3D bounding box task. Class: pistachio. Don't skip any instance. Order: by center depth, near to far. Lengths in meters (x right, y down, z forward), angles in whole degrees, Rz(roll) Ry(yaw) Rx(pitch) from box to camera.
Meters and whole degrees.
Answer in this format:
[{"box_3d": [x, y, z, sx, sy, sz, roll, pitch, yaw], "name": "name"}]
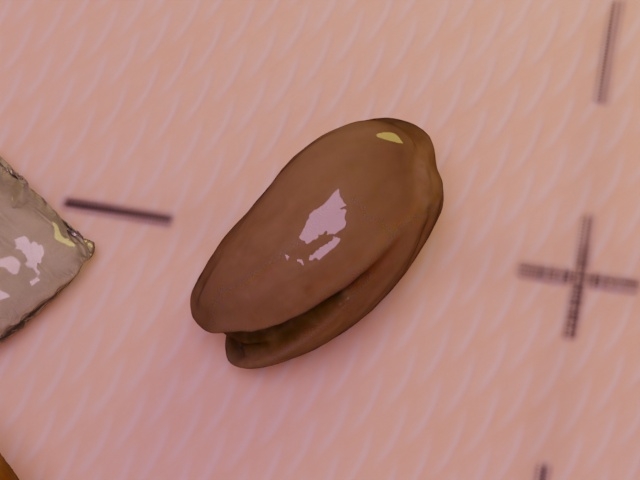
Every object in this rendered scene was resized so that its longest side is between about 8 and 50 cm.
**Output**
[{"box_3d": [0.000, 0.000, 1.416, 0.226, 0.136, 0.136, -44, 75, 1], "name": "pistachio"}]

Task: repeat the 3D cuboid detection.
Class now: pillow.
[{"box_3d": [-0.295, -0.022, 1.484, 0.229, 0.051, 0.128, 42, 75, 14], "name": "pillow"}]

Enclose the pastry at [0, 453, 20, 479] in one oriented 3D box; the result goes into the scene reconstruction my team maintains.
[{"box_3d": [-0.365, 0.257, 1.355, 0.356, 0.164, 0.356, -2, 71, 5], "name": "pastry"}]
